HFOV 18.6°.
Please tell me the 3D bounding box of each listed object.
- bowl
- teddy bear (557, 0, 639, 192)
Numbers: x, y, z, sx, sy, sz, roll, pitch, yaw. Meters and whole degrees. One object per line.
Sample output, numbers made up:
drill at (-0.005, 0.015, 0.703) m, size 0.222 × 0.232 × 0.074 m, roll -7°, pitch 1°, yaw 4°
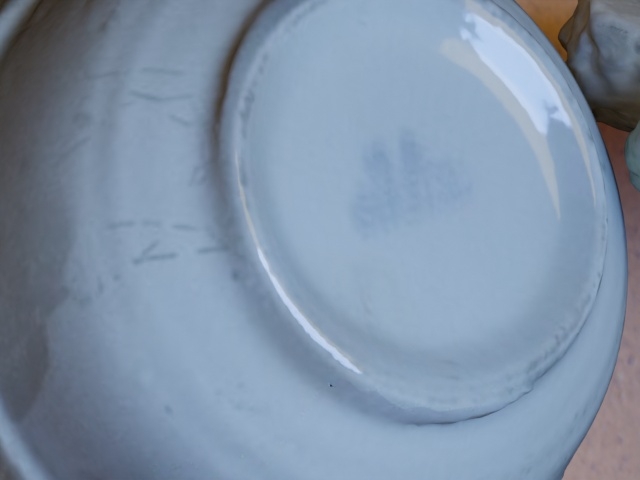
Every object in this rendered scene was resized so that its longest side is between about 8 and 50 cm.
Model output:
bowl at (0.000, 0.000, 0.765) m, size 0.307 × 0.163 × 0.307 m, roll 10°, pitch 70°, yaw -29°
teddy bear at (0.288, 0.089, 0.892) m, size 0.375 × 0.327 × 0.362 m, roll 1°, pitch 113°, yaw -9°
